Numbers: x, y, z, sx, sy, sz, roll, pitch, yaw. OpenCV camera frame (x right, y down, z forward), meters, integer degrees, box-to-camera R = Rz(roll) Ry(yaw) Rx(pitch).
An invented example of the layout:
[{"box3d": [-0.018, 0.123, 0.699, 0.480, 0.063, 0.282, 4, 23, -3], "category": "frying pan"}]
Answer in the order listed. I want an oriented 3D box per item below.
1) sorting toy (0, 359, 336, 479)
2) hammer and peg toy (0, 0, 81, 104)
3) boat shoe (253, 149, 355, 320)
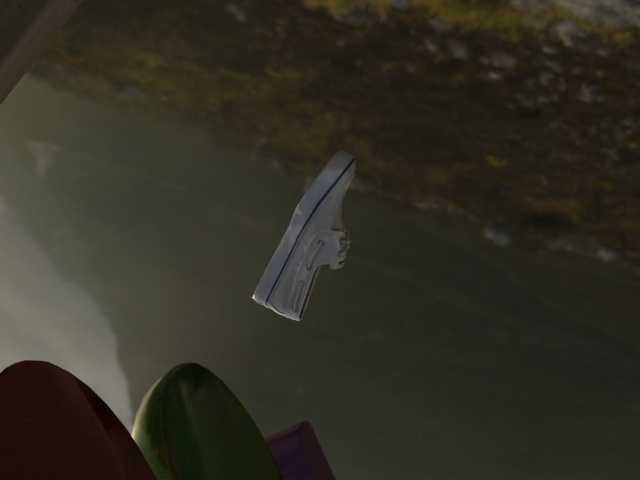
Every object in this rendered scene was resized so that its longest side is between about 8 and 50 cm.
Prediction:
[{"box3d": [-0.085, 0.129, 0.493, 0.126, 0.127, 0.365, -26, 169, 9], "category": "sorting toy"}, {"box3d": [-0.209, -0.178, 0.561, 0.266, 0.361, 0.127, 30, 164, 10], "category": "hammer and peg toy"}, {"box3d": [0.000, 0.000, 0.662, 0.035, 0.100, 0.035, 31, -157, 6], "category": "boat shoe"}]
